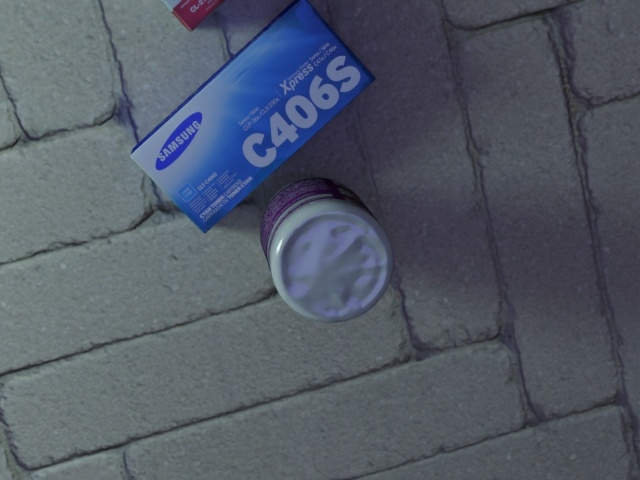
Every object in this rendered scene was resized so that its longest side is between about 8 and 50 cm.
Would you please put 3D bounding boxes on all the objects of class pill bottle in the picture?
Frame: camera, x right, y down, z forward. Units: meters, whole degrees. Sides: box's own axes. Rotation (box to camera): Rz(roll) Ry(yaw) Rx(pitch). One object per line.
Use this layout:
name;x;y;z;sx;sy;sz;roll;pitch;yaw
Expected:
pill bottle;0.000;0.000;1.690;0.169;0.301;0.169;-2;104;-7

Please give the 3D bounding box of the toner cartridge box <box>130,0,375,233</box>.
toner cartridge box;-0.102;-0.188;1.751;0.348;0.075;0.165;-42;103;3

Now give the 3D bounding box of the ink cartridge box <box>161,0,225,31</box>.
ink cartridge box;-0.221;-0.386;1.663;0.072;0.127;0.175;-42;105;2
